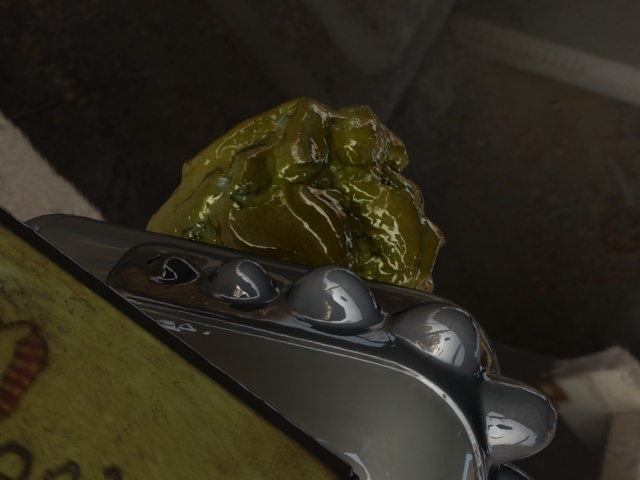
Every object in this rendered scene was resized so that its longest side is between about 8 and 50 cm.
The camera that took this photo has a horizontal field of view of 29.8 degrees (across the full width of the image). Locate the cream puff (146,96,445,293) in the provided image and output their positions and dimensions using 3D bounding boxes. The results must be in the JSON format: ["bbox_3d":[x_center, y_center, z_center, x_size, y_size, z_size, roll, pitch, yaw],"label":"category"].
[{"bbox_3d":[0.003,-0.005,0.896,0.221,0.194,0.195,4,78,-47],"label":"cream puff"}]

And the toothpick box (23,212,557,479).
[{"bbox_3d":[-0.034,0.102,0.651,0.229,0.316,0.229,10,90,-75],"label":"toothpick box"}]

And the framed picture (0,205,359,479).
[{"bbox_3d":[-0.139,0.131,0.370,0.255,0.014,0.339,38,46,-10],"label":"framed picture"}]
